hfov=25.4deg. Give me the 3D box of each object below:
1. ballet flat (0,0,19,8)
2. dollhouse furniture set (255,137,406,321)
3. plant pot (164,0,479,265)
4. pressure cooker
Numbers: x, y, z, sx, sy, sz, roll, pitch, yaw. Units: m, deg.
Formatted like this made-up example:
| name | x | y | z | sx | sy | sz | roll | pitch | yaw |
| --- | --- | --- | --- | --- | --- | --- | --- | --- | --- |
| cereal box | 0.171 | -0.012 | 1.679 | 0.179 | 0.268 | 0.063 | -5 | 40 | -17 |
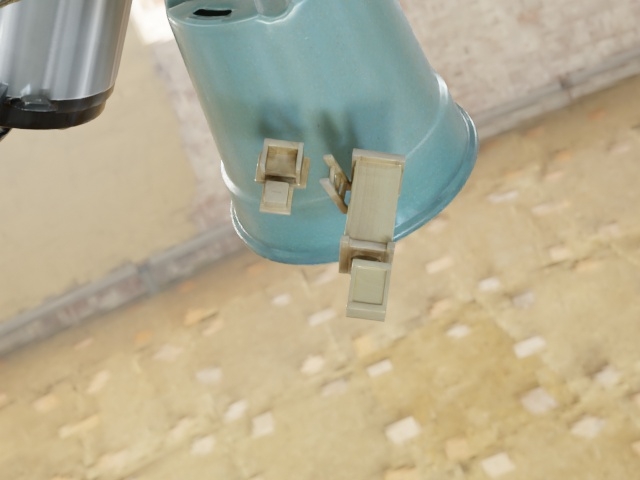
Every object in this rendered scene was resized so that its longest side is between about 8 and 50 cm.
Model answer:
| name | x | y | z | sx | sy | sz | roll | pitch | yaw |
| --- | --- | --- | --- | --- | --- | --- | --- | --- | --- |
| ballet flat | -0.347 | -0.328 | 1.577 | 0.343 | 0.116 | 0.124 | -14 | -152 | 2 |
| dollhouse furniture set | 0.000 | 0.000 | 1.527 | 0.161 | 0.101 | 0.181 | 8 | -113 | 3 |
| plant pot | -0.014 | -0.206 | 1.750 | 0.341 | 0.334 | 0.341 | -16 | -143 | 12 |
| pressure cooker | -0.491 | -0.359 | 2.275 | 0.370 | 0.420 | 0.375 | -11 | -143 | -42 |
